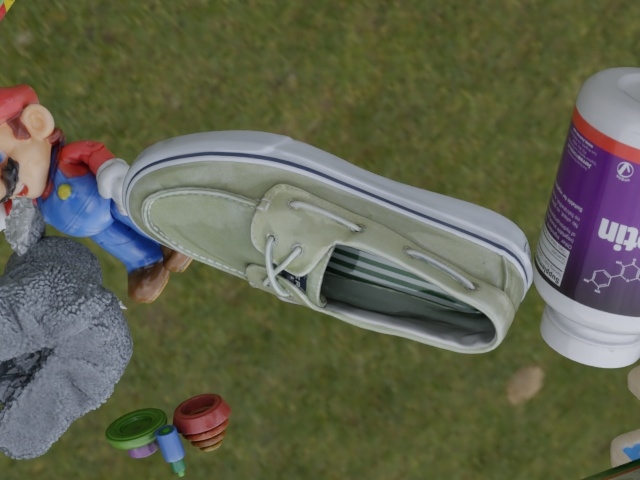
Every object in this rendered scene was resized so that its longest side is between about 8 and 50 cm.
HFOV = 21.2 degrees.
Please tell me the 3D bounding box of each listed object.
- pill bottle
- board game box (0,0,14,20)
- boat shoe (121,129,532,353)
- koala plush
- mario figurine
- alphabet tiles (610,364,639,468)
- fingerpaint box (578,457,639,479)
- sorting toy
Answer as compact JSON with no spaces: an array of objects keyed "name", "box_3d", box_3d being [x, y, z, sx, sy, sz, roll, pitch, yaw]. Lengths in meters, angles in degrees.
[{"name":"pill bottle","box_3d":[0.347,-0.022,1.941,0.181,0.181,0.323,-8,123,-31]},{"name":"board game box","box_3d":[-0.350,-0.290,1.528,0.259,0.039,0.124,63,39,-38]},{"name":"boat shoe","box_3d":[0.000,0.000,1.207,0.302,0.094,0.109,12,126,7]},{"name":"koala plush","box_3d":[-0.278,0.069,1.751,0.203,0.221,0.196,-32,113,18]},{"name":"mario figurine","box_3d":[-0.300,-0.039,1.909,0.320,0.170,0.198,34,101,-11]},{"name":"alphabet tiles","box_3d":[0.361,0.150,1.236,0.284,0.278,0.021,-15,123,-19]},{"name":"fingerpaint box","box_3d":[0.321,0.206,0.606,0.445,0.371,0.163,-19,176,-7]},{"name":"sorting toy","box_3d":[-0.117,0.158,1.359,0.102,0.061,0.042,-15,112,2]}]
